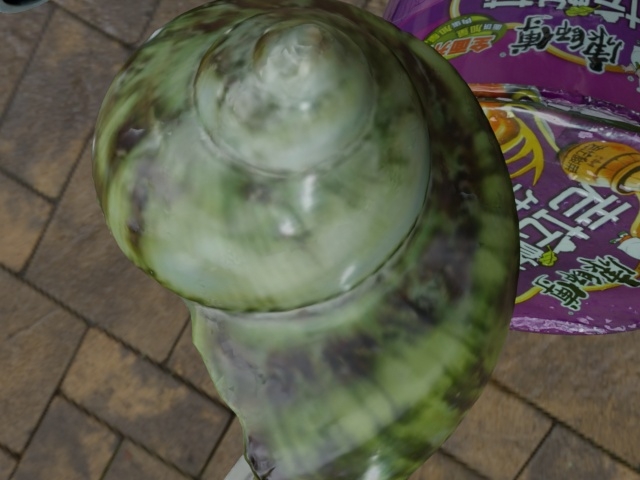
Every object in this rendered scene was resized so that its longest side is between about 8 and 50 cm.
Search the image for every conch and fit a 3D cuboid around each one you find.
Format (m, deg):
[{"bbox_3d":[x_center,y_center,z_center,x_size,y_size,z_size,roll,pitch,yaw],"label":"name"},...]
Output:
[{"bbox_3d":[0.002,-0.001,0.413,0.124,0.181,0.187,-19,64,25],"label":"conch"}]

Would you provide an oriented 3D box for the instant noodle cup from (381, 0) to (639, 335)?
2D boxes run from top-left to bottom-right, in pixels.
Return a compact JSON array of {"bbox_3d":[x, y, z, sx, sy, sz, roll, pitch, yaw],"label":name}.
[{"bbox_3d":[0.129,-0.084,0.685,0.251,0.251,0.190,9,61,11],"label":"instant noodle cup"}]

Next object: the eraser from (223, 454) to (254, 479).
[{"bbox_3d":[-0.125,0.352,0.874,0.098,0.404,0.096,13,148,48],"label":"eraser"}]

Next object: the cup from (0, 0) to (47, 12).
[{"bbox_3d":[-0.275,-0.398,0.923,0.311,0.331,0.257,44,65,-1],"label":"cup"}]
